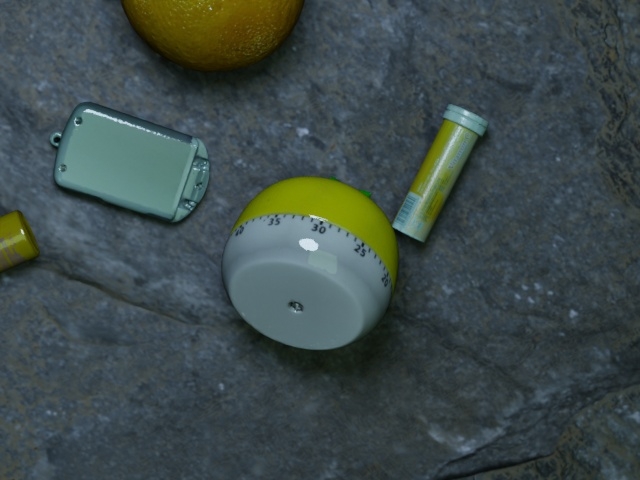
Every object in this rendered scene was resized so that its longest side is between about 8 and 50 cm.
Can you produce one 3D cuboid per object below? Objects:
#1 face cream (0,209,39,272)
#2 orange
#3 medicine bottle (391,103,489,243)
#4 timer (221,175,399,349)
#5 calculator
[{"bbox_3d":[-0.557,0.043,1.644,0.273,0.078,0.078,-24,102,-6],"label":"face cream"},{"bbox_3d":[-0.152,-0.374,1.567,0.274,0.274,0.274,-2,98,-11],"label":"orange"},{"bbox_3d":[0.187,-0.106,1.776,0.074,0.074,0.218,26,94,-14],"label":"medicine bottle"},{"bbox_3d":[0.000,0.000,1.685,0.285,0.285,0.285,-2,98,-11],"label":"timer"},{"bbox_3d":[-0.290,-0.119,1.690,0.246,0.045,0.141,17,95,-13],"label":"calculator"}]
